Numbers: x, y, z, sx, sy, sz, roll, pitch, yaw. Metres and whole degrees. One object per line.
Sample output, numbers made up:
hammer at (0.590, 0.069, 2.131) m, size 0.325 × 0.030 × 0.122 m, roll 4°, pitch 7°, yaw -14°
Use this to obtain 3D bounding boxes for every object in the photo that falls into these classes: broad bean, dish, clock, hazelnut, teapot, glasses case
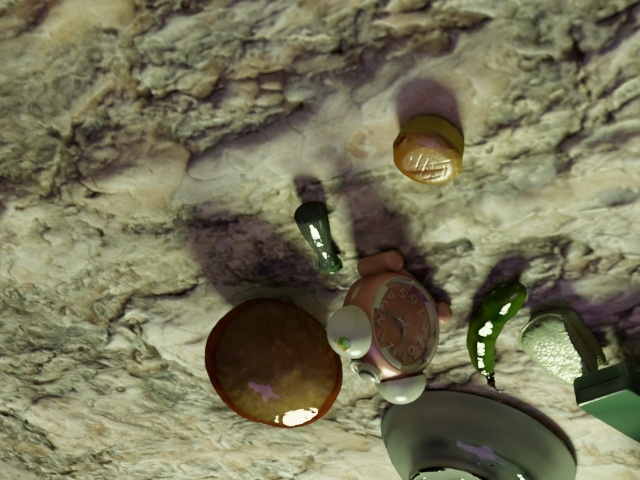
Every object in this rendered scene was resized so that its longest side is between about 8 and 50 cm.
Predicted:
broad bean at (0.232, 0.122, 1.361) m, size 0.069 × 0.039 × 0.226 m, roll 24°, pitch 144°, yaw 21°
dish at (0.233, 0.366, 1.582) m, size 0.317 × 0.106 × 0.316 m, roll 14°, pitch 140°, yaw 12°
clock at (0.083, 0.119, 1.338) m, size 0.093 × 0.162 × 0.166 m, roll -18°, pitch 124°, yaw 43°
hazelnut at (-0.069, 0.180, 1.479) m, size 0.214 × 0.176 × 0.214 m, roll 35°, pitch 170°, yaw 7°
teapot at (0.000, 0.000, 1.342) m, size 0.043 × 0.042 × 0.110 m, roll 3°, pitch 139°, yaw 24°
glasses case at (0.410, 0.216, 1.327) m, size 0.078 × 0.039 × 0.184 m, roll -27°, pitch 138°, yaw 34°

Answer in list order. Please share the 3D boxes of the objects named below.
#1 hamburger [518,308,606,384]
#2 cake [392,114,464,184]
hamburger at (0.309, 0.136, 1.331) m, size 0.084 × 0.054 × 0.121 m, roll -12°, pitch 126°, yaw 42°
cake at (0.123, -0.102, 1.161) m, size 0.084 × 0.044 × 0.084 m, roll 13°, pitch 141°, yaw 11°
